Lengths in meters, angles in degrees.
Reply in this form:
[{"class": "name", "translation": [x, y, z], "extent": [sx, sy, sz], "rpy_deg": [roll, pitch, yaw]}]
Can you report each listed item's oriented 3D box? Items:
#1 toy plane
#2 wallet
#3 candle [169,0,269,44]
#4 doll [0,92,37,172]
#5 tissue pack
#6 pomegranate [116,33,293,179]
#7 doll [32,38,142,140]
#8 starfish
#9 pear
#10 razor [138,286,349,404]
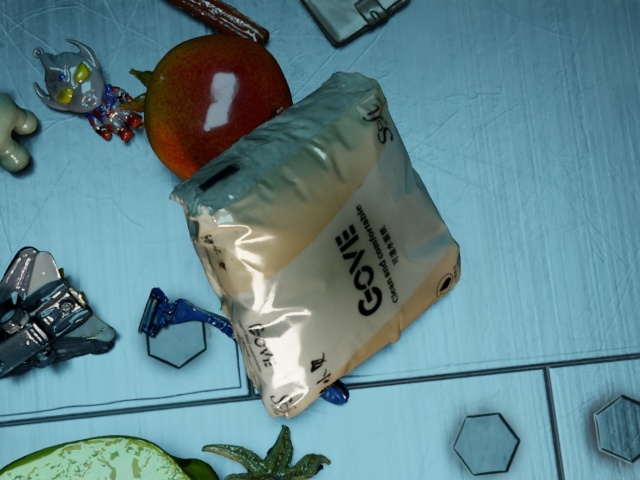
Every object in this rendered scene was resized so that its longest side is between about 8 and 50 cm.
[{"class": "toy plane", "translation": [-0.470, 0.162, 1.857], "extent": [0.316, 0.103, 0.204], "rpy_deg": [-37, 116, -4]}, {"class": "wallet", "translation": [0.057, -0.378, 1.994], "extent": [0.153, 0.039, 0.118], "rpy_deg": [-34, 79, -3]}, {"class": "candle", "translation": [-0.224, -0.386, 1.988], "extent": [0.329, 0.048, 0.051], "rpy_deg": [32, 72, 5]}, {"class": "doll", "translation": [-0.553, -0.198, 1.917], "extent": [0.275, 0.113, 0.154], "rpy_deg": [21, 83, 3]}, {"class": "tissue pack", "translation": [0.000, 0.000, 1.782], "extent": [0.390, 0.195, 0.375], "rpy_deg": [-40, 120, -22]}, {"class": "pomegranate", "translation": [-0.164, -0.192, 1.876], "extent": [0.257, 0.221, 0.220], "rpy_deg": [17, 79, 18]}, {"class": "doll", "translation": [-0.356, -0.225, 1.952], "extent": [0.195, 0.062, 0.104], "rpy_deg": [40, 124, 1]}, {"class": "starfish", "translation": [-0.080, 0.310, 1.794], "extent": [0.176, 0.208, 0.053], "rpy_deg": [19, 104, 14]}, {"class": "pear", "translation": [-0.273, 0.380, 1.784], "extent": [0.282, 0.176, 0.286], "rpy_deg": [-32, 86, -8]}, {"class": "razor", "translation": [-0.103, 0.153, 1.888], "extent": [0.324, 0.093, 0.056], "rpy_deg": [24, 45, 0]}]
